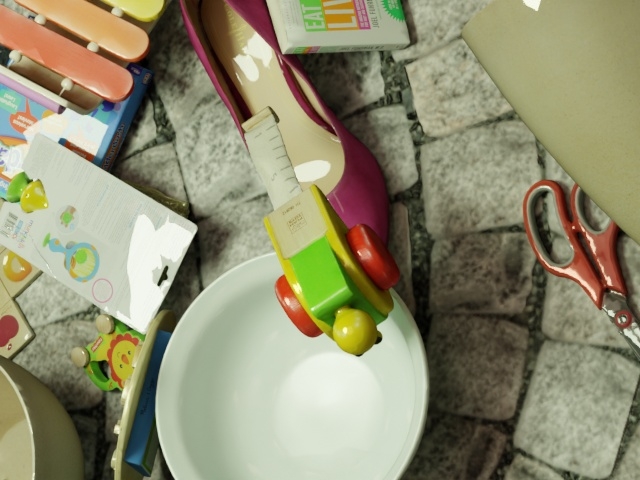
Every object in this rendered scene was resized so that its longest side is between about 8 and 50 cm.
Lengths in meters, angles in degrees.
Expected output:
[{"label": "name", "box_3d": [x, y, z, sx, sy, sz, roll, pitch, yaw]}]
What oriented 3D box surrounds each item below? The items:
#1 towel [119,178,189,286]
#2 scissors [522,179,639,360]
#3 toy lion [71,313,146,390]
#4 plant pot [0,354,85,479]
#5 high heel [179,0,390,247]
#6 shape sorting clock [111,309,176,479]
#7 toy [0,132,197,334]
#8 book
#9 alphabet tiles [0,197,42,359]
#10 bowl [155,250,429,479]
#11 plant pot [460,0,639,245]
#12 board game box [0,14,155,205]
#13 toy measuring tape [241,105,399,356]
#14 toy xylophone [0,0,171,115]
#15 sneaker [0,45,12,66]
[{"label": "towel", "box_3d": [-0.214, 0.010, 1.933, 0.110, 0.027, 0.148, 22, 91, 29]}, {"label": "scissors", "box_3d": [0.283, 0.067, 1.653, 0.109, 0.021, 0.297, -23, 72, 22]}, {"label": "toy lion", "box_3d": [-0.228, 0.135, 1.905, 0.096, 0.034, 0.100, 54, 126, 18]}, {"label": "plant pot", "box_3d": [-0.375, 0.262, 1.885, 0.284, 0.191, 0.284, -6, 78, 28]}, {"label": "high heel", "box_3d": [-0.052, -0.122, 1.776, 0.127, 0.181, 0.377, -36, 66, 20]}, {"label": "shape sorting clock", "box_3d": [-0.188, 0.174, 1.794, 0.040, 0.206, 0.206, 13, 88, 2]}, {"label": "toy", "box_3d": [-0.251, -0.010, 1.905, 0.237, 0.056, 0.137, 29, 99, 19]}, {"label": "book", "box_3d": [0.017, -0.246, 1.791, 0.035, 0.144, 0.096, -43, 58, 59]}, {"label": "alphabet tiles", "box_3d": [-0.488, 0.041, 2.090, 0.285, 0.011, 0.342, -42, 64, 16]}, {"label": "bowl", "box_3d": [-0.008, 0.166, 1.719, 0.298, 0.134, 0.298, -7, 73, 22]}, {"label": "plant pot", "box_3d": [0.306, -0.132, 1.562, 0.256, 0.256, 0.274, -29, 84, 22]}, {"label": "board game box", "box_3d": [-0.311, -0.137, 1.977, 0.160, 0.047, 0.210, 25, 95, 13]}, {"label": "toy measuring tape", "box_3d": [0.000, 0.000, 1.652, 0.121, 0.121, 0.330, -42, 41, 17]}, {"label": "toy xylophone", "box_3d": [-0.273, -0.293, 1.925, 0.236, 0.081, 0.323, 21, 75, 12]}, {"label": "sneaker", "box_3d": [-0.421, -0.192, 2.071, 0.209, 0.082, 0.069, 1, 67, 11]}]
